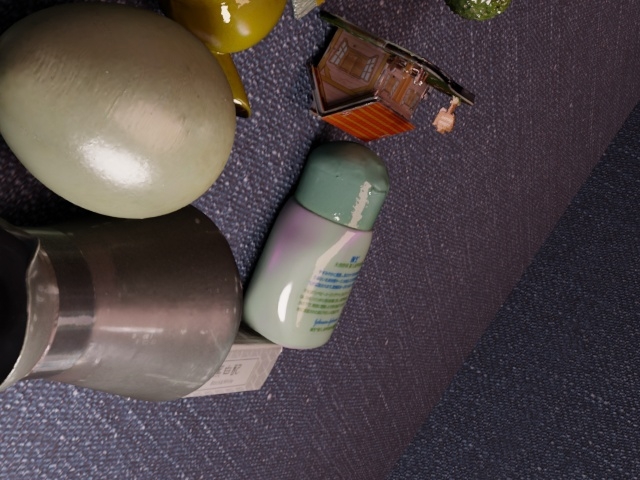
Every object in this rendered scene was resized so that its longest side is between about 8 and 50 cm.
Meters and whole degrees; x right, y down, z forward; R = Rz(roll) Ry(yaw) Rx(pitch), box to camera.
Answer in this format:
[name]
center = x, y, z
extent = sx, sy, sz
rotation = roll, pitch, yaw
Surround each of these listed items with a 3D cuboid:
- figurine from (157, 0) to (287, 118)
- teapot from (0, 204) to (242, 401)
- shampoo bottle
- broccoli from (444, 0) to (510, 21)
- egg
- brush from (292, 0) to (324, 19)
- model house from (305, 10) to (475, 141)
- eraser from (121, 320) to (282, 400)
[figurine]
center = -0.107, -0.321, 1.168
extent = 0.218, 0.169, 0.326
rotation = -49, 154, -15
[teapot]
center = -0.287, 0.078, 1.208
extent = 0.300, 0.253, 0.344
rotation = -36, 159, 26
[shampoo bottle]
center = 0.000, 0.000, 1.769
extent = 0.222, 0.151, 0.349
rotation = 1, 116, -58
[broccoli]
center = 0.299, -0.532, 1.749
extent = 0.302, 0.186, 0.254
rotation = -42, 120, -19
[egg]
center = -0.218, -0.139, 1.095
extent = 0.295, 0.218, 0.218
rotation = 22, 96, -53
[brush]
center = 0.034, -0.400, 1.520
extent = 0.205, 0.011, 0.083
rotation = -40, 152, -19
[model house]
center = 0.096, -0.224, 1.651
extent = 0.154, 0.207, 0.294
rotation = -61, 156, 7
[eraser]
center = -0.197, 0.181, 1.631
extent = 0.096, 0.098, 0.404
rotation = -64, 156, 7
